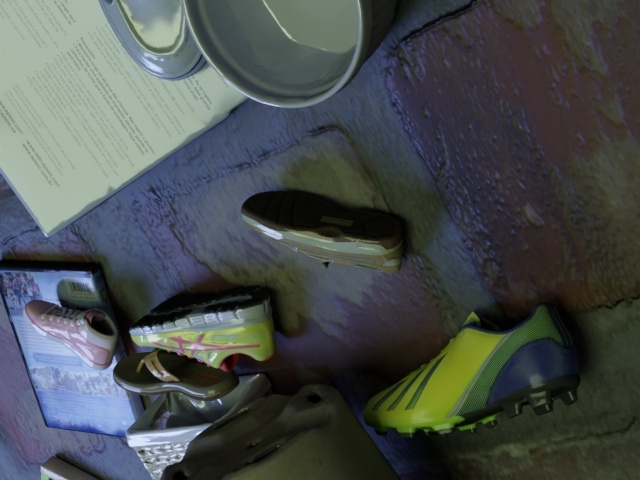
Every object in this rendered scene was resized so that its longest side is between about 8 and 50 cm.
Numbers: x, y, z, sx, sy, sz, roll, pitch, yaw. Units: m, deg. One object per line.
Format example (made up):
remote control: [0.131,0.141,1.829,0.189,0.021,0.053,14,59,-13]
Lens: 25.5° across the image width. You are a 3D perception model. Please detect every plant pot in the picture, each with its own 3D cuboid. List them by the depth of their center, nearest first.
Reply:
plant pot: [-0.010,0.339,1.553,0.334,0.334,0.305,-17,106,39]

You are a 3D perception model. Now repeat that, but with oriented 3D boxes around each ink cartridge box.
ink cartridge box: [-0.257,-0.223,1.543,0.330,0.071,0.324,-33,96,11]

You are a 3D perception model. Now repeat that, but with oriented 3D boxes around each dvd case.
dvd case: [-0.329,0.143,1.864,0.180,0.022,0.253,2,117,34]

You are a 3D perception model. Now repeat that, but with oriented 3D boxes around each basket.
basket: [-0.134,0.241,1.732,0.167,0.113,0.103,-11,113,37]

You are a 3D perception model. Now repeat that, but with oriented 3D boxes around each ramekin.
ramekin: [-0.023,-0.244,1.382,0.207,0.109,0.207,16,123,25]

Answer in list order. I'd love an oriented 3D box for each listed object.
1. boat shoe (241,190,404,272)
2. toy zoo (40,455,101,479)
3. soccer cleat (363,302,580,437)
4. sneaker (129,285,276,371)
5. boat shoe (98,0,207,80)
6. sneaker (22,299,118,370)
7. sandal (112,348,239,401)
boat shoe: [0.000,0.000,1.538,0.190,0.068,0.072,16,135,26]
toy zoo: [-0.320,0.463,2.034,0.192,0.030,0.293,22,126,22]
soccer cleat: [0.156,0.142,1.515,0.289,0.093,0.121,-23,71,44]
sneaker: [-0.140,0.117,1.685,0.208,0.081,0.094,-7,114,36]
boat shoe: [-0.192,-0.327,1.389,0.136,0.156,0.367,-6,107,12]
sneaker: [-0.310,0.101,1.779,0.134,0.051,0.070,34,128,10]
sandal: [-0.179,0.155,1.732,0.180,0.072,0.049,5,125,35]
